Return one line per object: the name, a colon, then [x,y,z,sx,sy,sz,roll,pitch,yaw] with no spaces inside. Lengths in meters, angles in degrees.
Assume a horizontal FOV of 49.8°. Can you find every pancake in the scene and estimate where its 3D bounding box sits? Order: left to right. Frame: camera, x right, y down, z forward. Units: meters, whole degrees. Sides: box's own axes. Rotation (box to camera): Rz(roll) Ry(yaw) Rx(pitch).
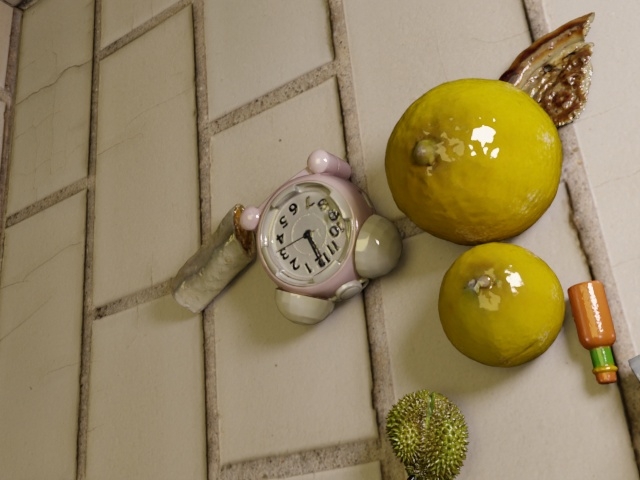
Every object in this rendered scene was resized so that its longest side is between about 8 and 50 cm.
pancake: [0.474,-0.357,1.484,0.212,0.056,0.257,6,78,36]

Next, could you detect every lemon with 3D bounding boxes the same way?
lemon: [0.291,-0.159,1.369,0.364,0.364,0.364,-12,68,32]
lemon: [0.337,0.117,1.319,0.240,0.219,0.240,-13,63,29]

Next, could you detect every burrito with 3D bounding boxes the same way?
burrito: [-0.279,0.051,1.844,0.299,0.105,0.143,-47,50,15]

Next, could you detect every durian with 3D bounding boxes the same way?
durian: [0.219,0.393,1.361,0.159,0.146,0.198,-26,66,8]

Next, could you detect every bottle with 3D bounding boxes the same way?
bottle: [0.509,0.171,1.275,0.069,0.069,0.187,-17,66,29]

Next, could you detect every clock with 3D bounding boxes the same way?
clock: [0.000,0.000,1.625,0.342,0.184,0.325,-41,60,23]

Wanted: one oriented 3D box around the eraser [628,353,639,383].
eraser: [0.662,0.225,1.142,0.227,0.081,0.174,-34,60,20]
